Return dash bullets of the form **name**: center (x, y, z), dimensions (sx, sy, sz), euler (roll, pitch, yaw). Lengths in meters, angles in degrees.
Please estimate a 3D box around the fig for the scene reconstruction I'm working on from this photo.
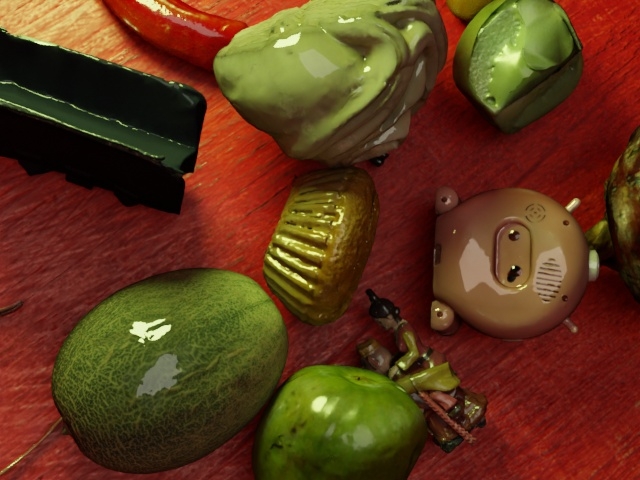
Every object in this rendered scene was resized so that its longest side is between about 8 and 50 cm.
- **fig**: center (-0.001, 0.311, 1.589), dimensions (0.233, 0.233, 0.314), euler (36, 88, -6)

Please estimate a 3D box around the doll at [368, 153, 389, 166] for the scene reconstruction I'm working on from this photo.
- **doll**: center (0.038, -0.201, 1.766), dimensions (0.165, 0.057, 0.139), euler (17, 80, -1)

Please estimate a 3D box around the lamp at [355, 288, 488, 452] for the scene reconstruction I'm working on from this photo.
- **lamp**: center (0.129, 0.190, 1.694), dimensions (0.253, 0.118, 0.118), euler (44, 75, -8)

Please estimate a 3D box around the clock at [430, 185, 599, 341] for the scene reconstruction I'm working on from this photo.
- **clock**: center (0.281, 0.033, 1.704), dimensions (0.241, 0.142, 0.227), euler (2, 81, 10)

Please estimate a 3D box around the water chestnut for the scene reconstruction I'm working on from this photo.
- **water chestnut**: center (0.522, -0.020, 1.745), dimensions (0.335, 0.346, 0.335), euler (19, 67, -54)

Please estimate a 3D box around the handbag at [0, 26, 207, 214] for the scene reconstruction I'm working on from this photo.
- **handbag**: center (-0.309, -0.146, 1.542), dimensions (0.303, 0.329, 0.122), euler (18, 76, -5)

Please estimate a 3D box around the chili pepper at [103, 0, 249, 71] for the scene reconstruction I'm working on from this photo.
- **chili pepper**: center (-0.215, -0.342, 1.713), dimensions (0.368, 0.092, 0.137), euler (33, 64, -9)

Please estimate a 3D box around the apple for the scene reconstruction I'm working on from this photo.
- **apple**: center (0.294, -0.271, 1.774), dimensions (0.188, 0.174, 0.207), euler (-35, 135, 3)

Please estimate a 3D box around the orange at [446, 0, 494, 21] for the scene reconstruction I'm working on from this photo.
- **orange**: center (0.236, -0.381, 1.826), dimensions (0.085, 0.085, 0.085), euler (2, 81, -13)

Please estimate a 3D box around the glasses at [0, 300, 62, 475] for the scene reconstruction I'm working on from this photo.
- **glasses**: center (-0.492, 0.229, 1.590), dimensions (0.268, 0.118, 0.234), euler (-27, 86, -35)

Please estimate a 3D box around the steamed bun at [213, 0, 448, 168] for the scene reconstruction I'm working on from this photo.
- **steamed bun**: center (0.030, -0.222, 1.604), dimensions (0.309, 0.324, 0.220), euler (-17, 106, 11)

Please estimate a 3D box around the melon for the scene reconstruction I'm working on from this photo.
- **melon**: center (-0.198, 0.168, 1.560), dimensions (0.329, 0.248, 0.249), euler (-29, 89, -21)

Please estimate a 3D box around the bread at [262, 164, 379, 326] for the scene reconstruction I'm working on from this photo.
- **bread**: center (0.003, 0.002, 1.639), dimensions (0.139, 0.240, 0.240), euler (18, 78, 1)
